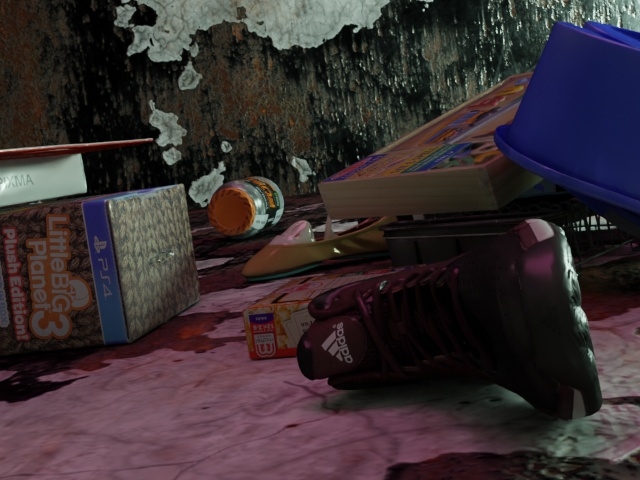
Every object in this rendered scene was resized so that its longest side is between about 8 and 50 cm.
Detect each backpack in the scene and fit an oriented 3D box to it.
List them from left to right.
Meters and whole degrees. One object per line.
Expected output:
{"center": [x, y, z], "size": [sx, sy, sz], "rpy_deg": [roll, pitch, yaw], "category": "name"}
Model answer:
{"center": [0.287, -0.087, 1.399], "size": [0.188, 0.144, 0.166], "rpy_deg": [-17, -16, 28], "category": "backpack"}

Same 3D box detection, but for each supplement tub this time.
{"center": [-0.150, -0.065, 1.972], "size": [0.117, 0.117, 0.190], "rpy_deg": [-7, 6, 13], "category": "supplement tub"}

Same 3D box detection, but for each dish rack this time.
{"center": [0.220, -0.006, 1.068], "size": [0.208, 0.074, 0.271], "rpy_deg": [-2, 8, 42], "category": "dish rack"}

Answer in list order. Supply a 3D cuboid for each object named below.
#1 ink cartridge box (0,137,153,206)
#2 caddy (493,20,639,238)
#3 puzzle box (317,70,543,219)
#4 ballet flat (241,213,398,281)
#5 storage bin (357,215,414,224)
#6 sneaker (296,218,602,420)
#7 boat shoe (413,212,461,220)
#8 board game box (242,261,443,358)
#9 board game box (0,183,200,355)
{"center": [-0.357, -0.066, 1.105], "size": [0.239, 0.060, 0.275], "rpy_deg": [-4, 6, 28], "category": "ink cartridge box"}
{"center": [0.333, -0.081, 0.917], "size": [0.341, 0.179, 0.241], "rpy_deg": [23, 22, 23], "category": "caddy"}
{"center": [0.226, -0.135, 1.219], "size": [0.409, 0.052, 0.272], "rpy_deg": [-32, 18, -36], "category": "puzzle box"}
{"center": [0.000, 0.000, 1.315], "size": [0.232, 0.073, 0.080], "rpy_deg": [-11, 6, -23], "category": "ballet flat"}
{"center": [0.155, -0.083, 1.690], "size": [0.180, 0.122, 0.084], "rpy_deg": [-5, 7, 26], "category": "storage bin"}
{"center": [0.062, 0.060, 0.580], "size": [0.163, 0.106, 0.281], "rpy_deg": [-13, -5, 4], "category": "sneaker"}
{"center": [0.267, -0.078, 1.598], "size": [0.091, 0.114, 0.302], "rpy_deg": [-4, 19, 42], "category": "boat shoe"}
{"center": [0.049, 0.054, 0.836], "size": [0.194, 0.045, 0.147], "rpy_deg": [-6, 6, 16], "category": "board game box"}
{"center": [-0.309, 0.032, 1.073], "size": [0.291, 0.141, 0.232], "rpy_deg": [-7, 6, 12], "category": "board game box"}
